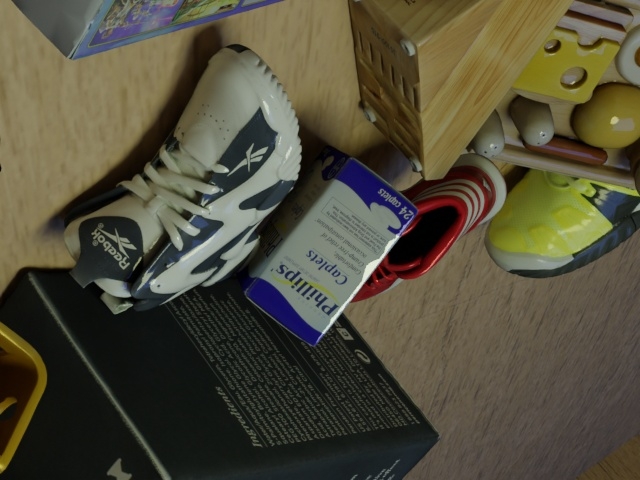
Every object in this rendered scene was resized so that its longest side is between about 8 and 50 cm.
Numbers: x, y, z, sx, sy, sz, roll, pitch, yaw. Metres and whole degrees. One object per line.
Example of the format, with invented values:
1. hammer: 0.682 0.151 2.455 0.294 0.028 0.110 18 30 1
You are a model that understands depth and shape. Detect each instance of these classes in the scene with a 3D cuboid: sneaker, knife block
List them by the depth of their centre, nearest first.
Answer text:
1. sneaker: -0.108 -0.026 0.872 0.153 0.094 0.235 -34 165 -33
2. knife block: 0.143 -0.198 0.940 0.242 0.088 0.276 -34 154 -11
3. sneaker: 0.052 0.004 1.088 0.221 0.087 0.128 -40 176 34
4. sneaker: 0.315 -0.118 1.292 0.384 0.145 0.147 -41 134 -2

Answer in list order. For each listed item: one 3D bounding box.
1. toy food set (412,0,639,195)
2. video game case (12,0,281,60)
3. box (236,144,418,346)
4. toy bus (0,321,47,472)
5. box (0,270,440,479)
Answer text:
1. toy food set: 0.261 -0.117 1.109 0.306 0.092 0.220 10 132 -20
2. video game case: -0.010 -0.221 0.625 0.244 0.061 0.269 -51 169 33
3. box: 0.000 0.000 0.997 0.137 0.072 0.126 -53 -169 2
4. toy bus: -0.278 0.110 0.845 0.191 0.202 0.104 96 12 -54
5. box: -0.137 0.204 1.072 0.293 0.212 0.395 -49 154 21
